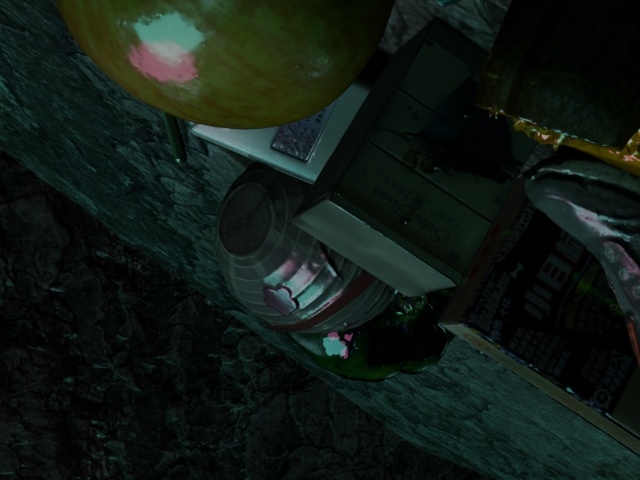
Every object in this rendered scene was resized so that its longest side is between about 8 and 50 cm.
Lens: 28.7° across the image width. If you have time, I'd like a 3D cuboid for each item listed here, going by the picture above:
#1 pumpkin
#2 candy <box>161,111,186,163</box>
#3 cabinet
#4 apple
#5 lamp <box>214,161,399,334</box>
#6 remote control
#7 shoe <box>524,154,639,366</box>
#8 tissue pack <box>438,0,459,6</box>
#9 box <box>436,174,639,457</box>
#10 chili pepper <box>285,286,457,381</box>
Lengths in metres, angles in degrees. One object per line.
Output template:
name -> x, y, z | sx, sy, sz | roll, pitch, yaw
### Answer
pumpkin -> 0.223, -0.124, 0.976 | 0.131, 0.125, 0.248 | 17, -179, 22
candy -> -0.183, -0.191, 1.371 | 0.091, 0.083, 0.305 | 82, 170, -46
cabinet -> 0.099, -0.075, 1.196 | 0.145, 0.206, 0.150 | 33, 166, -8
apple -> -0.062, -0.212, 0.946 | 0.264, 0.264, 0.264 | 29, 167, 8
lamp -> 0.000, 0.000, 1.493 | 0.233, 0.233, 0.265 | 37, 143, -24
remote control -> 0.015, -0.123, 1.315 | 0.296, 0.140, 0.056 | 21, -151, -10
shoe -> 0.333, 0.052, 1.232 | 0.337, 0.171, 0.132 | 28, 167, 8
tissue pack -> 0.125, -0.226, 0.892 | 0.085, 0.079, 0.111 | 66, 159, -8
box -> 0.307, 0.087, 1.360 | 0.310, 0.198, 0.084 | 33, 168, -12
chili pepper -> 0.056, 0.055, 1.727 | 0.233, 0.248, 0.257 | 21, -172, -47
